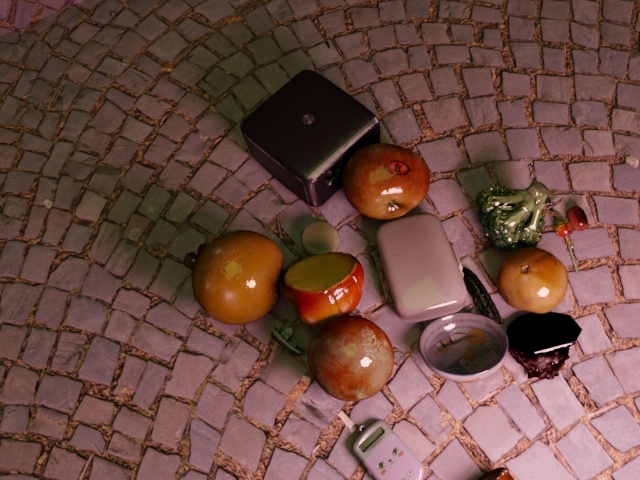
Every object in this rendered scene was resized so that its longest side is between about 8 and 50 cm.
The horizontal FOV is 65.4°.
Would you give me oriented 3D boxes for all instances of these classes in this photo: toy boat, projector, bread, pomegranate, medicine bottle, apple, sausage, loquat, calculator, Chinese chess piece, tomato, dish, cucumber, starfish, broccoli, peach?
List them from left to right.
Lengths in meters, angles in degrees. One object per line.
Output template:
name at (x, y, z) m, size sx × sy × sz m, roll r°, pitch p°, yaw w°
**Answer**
loquat at (-0.296, 0.115, 1.676) m, size 0.360 × 0.328 × 0.328 m, roll 18°, pitch 69°, yaw 7°
toy boat at (-0.111, 0.335, 1.708) m, size 0.140 × 0.059 × 0.066 m, roll 34°, pitch 86°, yaw 19°
projector at (-0.035, -0.395, 1.927) m, size 0.405 × 0.242 × 0.395 m, roll 41°, pitch 78°, yaw 21°
Chinese chess piece at (0.000, 0.000, 1.848) m, size 0.144 × 0.058 × 0.144 m, roll -2°, pitch 68°, yaw 4°
peach at (0.022, 0.159, 1.672) m, size 0.275 × 0.245 × 0.248 m, roll -30°, pitch 60°, yaw -7°
tomato at (0.097, 0.377, 1.551) m, size 0.270 × 0.270 × 0.222 m, roll -10°, pitch 38°, yaw 1°
apple at (0.231, -0.197, 1.780) m, size 0.309 × 0.277 × 0.250 m, roll 5°, pitch 48°, yaw 11°
calculator at (0.205, 0.671, 1.540) m, size 0.141 × 0.045 × 0.246 m, roll -38°, pitch 68°, yaw -12°
medicine bottle at (0.342, 0.087, 1.734) m, size 0.282 × 0.123 × 0.375 m, roll -13°, pitch 61°, yaw 0°
dish at (0.462, 0.370, 1.606) m, size 0.273 × 0.133 × 0.273 m, roll -11°, pitch 33°, yaw 7°
cucumber at (0.549, 0.191, 1.710) m, size 0.067 × 0.067 × 0.245 m, roll -20°, pitch 64°, yaw -3°
bread at (0.490, 0.724, 1.433) m, size 0.160 × 0.160 × 0.073 m, roll -34°, pitch 72°, yaw -10°
broccoli at (0.666, -0.097, 1.716) m, size 0.270 × 0.270 × 0.270 m, roll 13°, pitch 50°, yaw -16°
pomegranate at (0.691, 0.127, 1.634) m, size 0.233 × 0.233 × 0.233 m, roll -2°, pitch 66°, yaw 5°
starfish at (0.821, -0.128, 1.834) m, size 0.133 × 0.041 × 0.130 m, roll -19°, pitch 74°, yaw -10°
sausage at (0.924, -0.078, 1.796) m, size 0.059 × 0.054 × 0.094 m, roll -11°, pitch 65°, yaw 1°

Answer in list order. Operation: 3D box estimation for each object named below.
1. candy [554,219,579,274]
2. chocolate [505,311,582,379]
candy at (0.880, 0.023, 1.764) m, size 0.061 × 0.060 × 0.200 m, roll -11°, pitch 74°, yaw 1°
chocolate at (0.714, 0.356, 1.601) m, size 0.224 × 0.206 × 0.177 m, roll -16°, pitch 110°, yaw 8°
